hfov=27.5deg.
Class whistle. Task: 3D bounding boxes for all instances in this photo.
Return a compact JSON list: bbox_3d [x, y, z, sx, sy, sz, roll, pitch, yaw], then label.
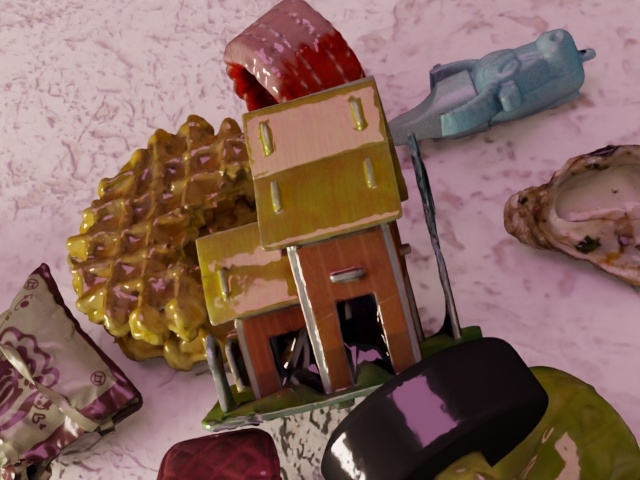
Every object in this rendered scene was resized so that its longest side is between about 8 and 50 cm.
[{"bbox_3d":[0.214,-0.184,1.637,0.274,0.093,0.186,-21,23,9],"label":"whistle"}]

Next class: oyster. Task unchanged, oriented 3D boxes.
[{"bbox_3d":[0.358,-0.008,1.456,0.294,0.094,0.166,36,91,28],"label":"oyster"}]

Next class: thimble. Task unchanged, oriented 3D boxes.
[{"bbox_3d":[-0.030,-0.208,1.682,0.125,0.189,0.163,-42,49,-13],"label":"thimble"}]

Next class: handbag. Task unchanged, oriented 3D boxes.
[{"bbox_3d":[-0.349,0.174,1.558,0.213,0.127,0.235,-41,61,-3],"label":"handbag"},{"bbox_3d":[-0.092,0.307,1.323,0.146,0.135,0.225,-14,32,9],"label":"handbag"}]

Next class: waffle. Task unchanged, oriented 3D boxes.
[{"bbox_3d":[-0.163,0.003,1.602,0.261,0.151,0.324,4,53,29],"label":"waffle"}]

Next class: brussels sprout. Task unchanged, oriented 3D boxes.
[{"bbox_3d":[0.209,0.226,1.269,0.223,0.161,0.223,-6,54,9],"label":"brussels sprout"}]

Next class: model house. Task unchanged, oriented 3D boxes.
[{"bbox_3d":[0.000,0.000,1.451,0.300,0.323,0.340,-14,6,7],"label":"model house"}]

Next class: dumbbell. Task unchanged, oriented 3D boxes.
[{"bbox_3d":[0.162,0.259,1.082,0.204,0.204,0.322,-33,67,-5],"label":"dumbbell"}]
